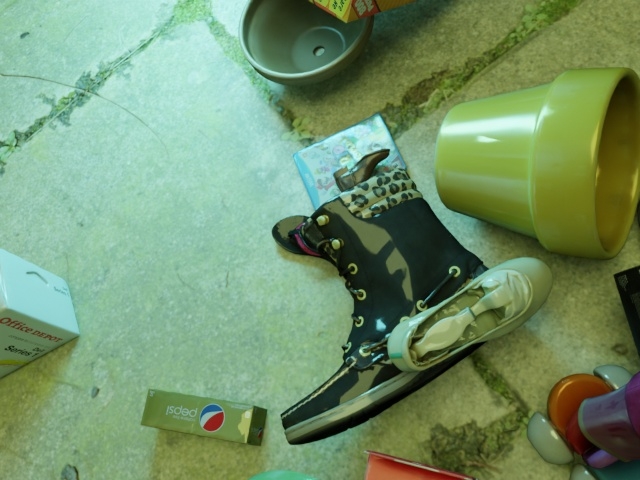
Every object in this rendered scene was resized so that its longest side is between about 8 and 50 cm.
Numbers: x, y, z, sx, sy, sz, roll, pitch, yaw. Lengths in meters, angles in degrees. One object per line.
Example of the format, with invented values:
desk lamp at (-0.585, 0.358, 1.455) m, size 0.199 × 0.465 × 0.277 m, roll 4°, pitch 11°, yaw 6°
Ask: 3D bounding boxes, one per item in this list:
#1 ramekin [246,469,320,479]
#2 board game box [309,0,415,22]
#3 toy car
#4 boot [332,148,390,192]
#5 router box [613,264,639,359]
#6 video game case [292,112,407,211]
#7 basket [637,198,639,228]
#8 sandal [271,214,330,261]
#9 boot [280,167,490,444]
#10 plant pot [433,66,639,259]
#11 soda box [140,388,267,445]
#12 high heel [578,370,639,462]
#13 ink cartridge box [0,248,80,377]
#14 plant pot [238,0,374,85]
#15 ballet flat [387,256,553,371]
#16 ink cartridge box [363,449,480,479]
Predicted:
ramekin at (-0.040, 0.446, 0.830) m, size 0.303 × 0.148 × 0.304 m, roll 14°, pitch 114°, yaw 32°
board game box at (0.068, -0.612, 1.088) m, size 0.356 × 0.356 × 0.356 m, roll 39°, pitch 48°, yaw 25°
toy car at (0.360, 0.246, 0.878) m, size 0.159 × 0.136 × 0.182 m, roll -38°, pitch 64°, yaw 0°
boot at (0.086, -0.078, 1.125) m, size 0.106 × 0.037 × 0.114 m, roll -28°, pitch 77°, yaw 14°
router box at (0.445, 0.128, 0.897) m, size 0.046 × 0.133 × 0.179 m, roll -27°, pitch 62°, yaw 37°
video game case at (0.047, -0.132, 1.180) m, size 0.166 × 0.015 × 0.119 m, roll -25°, pitch 66°, yaw 7°
basket at (0.526, -0.057, 0.874) m, size 0.154 × 0.227 × 0.204 m, roll -31°, pitch 64°, yaw -12°
sandal at (0.000, 0.000, 1.130) m, size 0.179 × 0.040 × 0.067 m, roll 21°, pitch 78°, yaw 23°
boot at (0.060, 0.090, 1.009) m, size 0.377 × 0.138 × 0.284 m, roll -33°, pitch 72°, yaw -1°
plant pot at (0.301, -0.112, 0.983) m, size 0.238 × 0.254 × 0.254 m, roll 10°, pitch 73°, yaw 36°
soda box at (-0.179, 0.270, 1.073) m, size 0.181 × 0.061 × 0.058 m, roll 4°, pitch 72°, yaw 18°
high heel at (0.480, 0.237, 0.746) m, size 0.377 × 0.181 × 0.127 m, roll 20°, pitch 60°, yaw -13°
ink cartridge box at (-0.578, 0.150, 1.160) m, size 0.278 × 0.201 × 0.117 m, roll -28°, pitch 66°, yaw 4°
plant pot at (-0.015, -0.360, 1.231) m, size 0.237 × 0.110 × 0.238 m, roll -6°, pitch 68°, yaw 16°
ballet flat at (0.200, 0.093, 0.893) m, size 0.248 × 0.086 × 0.086 m, roll -30°, pitch 64°, yaw -8°
ink cartridge box at (0.129, 0.318, 0.868) m, size 0.134 × 0.231 × 0.078 m, roll 9°, pitch 73°, yaw 20°
